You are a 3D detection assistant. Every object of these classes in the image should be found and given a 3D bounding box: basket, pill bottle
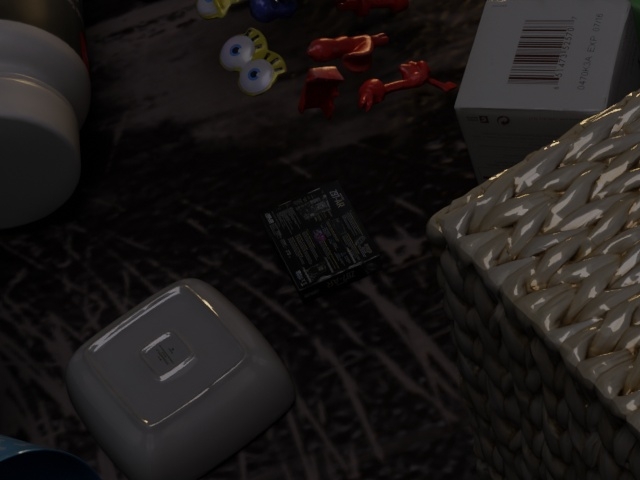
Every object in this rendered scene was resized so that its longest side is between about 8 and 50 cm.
[{"bbox_3d":[0.275,0.071,0.896,0.331,0.328,0.266,-32,52,-12],"label":"basket"},{"bbox_3d":[-0.270,-0.158,1.277,0.161,0.161,0.283,-13,53,1],"label":"pill bottle"}]

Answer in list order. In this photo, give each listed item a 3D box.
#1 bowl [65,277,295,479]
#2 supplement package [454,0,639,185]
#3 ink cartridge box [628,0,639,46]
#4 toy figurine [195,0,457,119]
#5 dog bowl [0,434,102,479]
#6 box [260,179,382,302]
[{"bbox_3d":[-0.105,0.094,1.126,0.142,0.053,0.142,-34,53,-15],"label":"bowl"},{"bbox_3d":[0.171,-0.070,1.107,0.105,0.179,0.105,3,55,22],"label":"supplement package"},{"bbox_3d":[0.305,-0.117,1.136,0.212,0.154,0.093,29,64,28],"label":"ink cartridge box"},{"bbox_3d":[-0.005,-0.297,1.258,0.191,0.217,0.362,-6,49,-25],"label":"toy figurine"},{"bbox_3d":[-0.262,0.242,0.985,0.074,0.166,0.297,24,61,38],"label":"dog bowl"},{"bbox_3d":[0.000,0.000,1.195,0.067,0.018,0.083,-24,53,-7],"label":"box"}]
